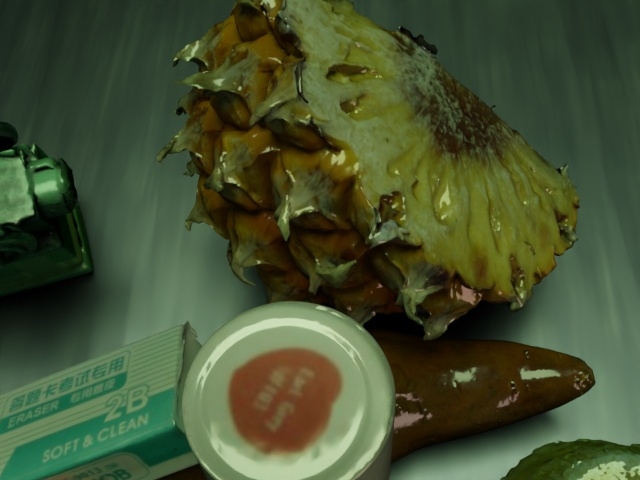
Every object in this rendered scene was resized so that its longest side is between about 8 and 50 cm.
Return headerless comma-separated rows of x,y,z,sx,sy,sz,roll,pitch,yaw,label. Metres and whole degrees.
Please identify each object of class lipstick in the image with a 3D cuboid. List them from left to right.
-0.006,0.150,0.447,0.087,0.327,0.087,-1,57,2,lipstick

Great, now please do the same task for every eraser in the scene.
-0.186,0.143,0.574,0.225,0.052,0.096,-22,40,12,eraser

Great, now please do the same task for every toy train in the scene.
-0.340,-0.001,0.642,0.300,0.202,0.120,-16,81,-7,toy train

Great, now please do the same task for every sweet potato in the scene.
0.019,0.120,0.596,0.359,0.112,0.112,-16,58,-7,sweet potato

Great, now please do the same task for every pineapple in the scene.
-0.002,0.001,0.616,0.344,0.286,0.209,32,54,-28,pineapple

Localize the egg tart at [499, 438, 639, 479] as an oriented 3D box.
0.205,0.219,0.541,0.197,0.078,0.197,-3,58,4,egg tart
